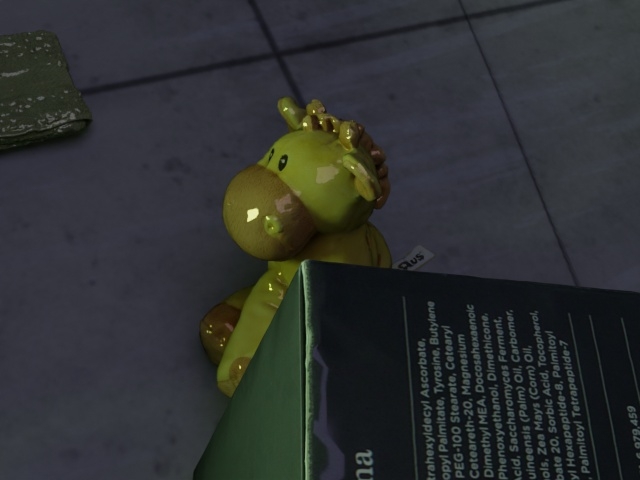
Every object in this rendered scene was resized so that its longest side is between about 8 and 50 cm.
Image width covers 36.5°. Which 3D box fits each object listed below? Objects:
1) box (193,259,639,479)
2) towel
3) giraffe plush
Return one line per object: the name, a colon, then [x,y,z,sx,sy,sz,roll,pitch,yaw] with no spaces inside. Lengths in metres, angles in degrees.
box: [0.101,0.174,0.542,0.313,0.343,0.178,5,60,-14]
towel: [-0.269,-0.116,0.780,0.148,0.027,0.110,-17,67,-23]
giraffe plush: [0.000,0.000,0.676,0.182,0.170,0.210,15,46,33]
